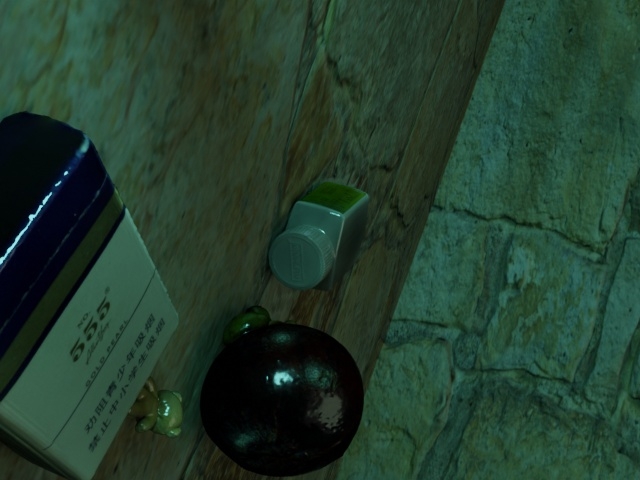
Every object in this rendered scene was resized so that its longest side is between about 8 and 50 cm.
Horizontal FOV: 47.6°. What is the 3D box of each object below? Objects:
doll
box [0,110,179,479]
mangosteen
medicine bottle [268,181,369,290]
[{"bbox_3d":[-0.173,0.168,0.744,0.093,0.051,0.062,86,-2,-61],"label":"doll"},{"bbox_3d":[-0.190,0.056,0.514,0.259,0.071,0.168,83,29,-56],"label":"box"},{"bbox_3d":[-0.048,0.195,0.942,0.216,0.216,0.216,18,90,-75],"label":"mangosteen"},{"bbox_3d":[0.000,0.000,1.084,0.188,0.088,0.132,-41,146,-62],"label":"medicine bottle"}]
